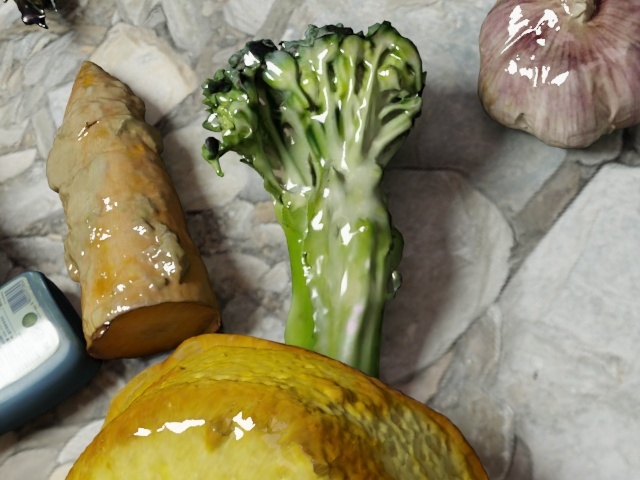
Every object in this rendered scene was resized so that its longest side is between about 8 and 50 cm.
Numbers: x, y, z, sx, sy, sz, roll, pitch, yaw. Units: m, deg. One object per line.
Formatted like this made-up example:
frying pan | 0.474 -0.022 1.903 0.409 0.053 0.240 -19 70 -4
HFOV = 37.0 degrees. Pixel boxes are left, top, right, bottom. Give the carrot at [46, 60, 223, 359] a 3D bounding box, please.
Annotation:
carrot | -0.148 -0.037 0.708 0.102 0.102 0.263 -19 60 1

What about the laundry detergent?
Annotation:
laundry detergent | -0.261 0.111 0.672 0.206 0.061 0.097 -35 68 -5

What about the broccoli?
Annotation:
broccoli | 0.004 0.001 0.653 0.164 0.145 0.304 -3 78 -3

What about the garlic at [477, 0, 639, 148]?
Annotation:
garlic | 0.185 -0.143 0.683 0.159 0.102 0.147 -40 69 -7

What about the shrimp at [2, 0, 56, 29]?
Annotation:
shrimp | -0.325 -0.246 0.837 0.198 0.051 0.262 -27 64 5

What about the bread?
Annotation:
bread | -0.034 0.185 0.542 0.268 0.145 0.268 2 96 16
